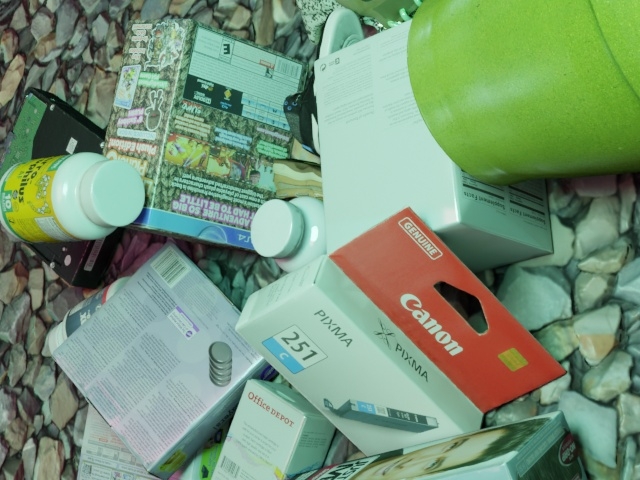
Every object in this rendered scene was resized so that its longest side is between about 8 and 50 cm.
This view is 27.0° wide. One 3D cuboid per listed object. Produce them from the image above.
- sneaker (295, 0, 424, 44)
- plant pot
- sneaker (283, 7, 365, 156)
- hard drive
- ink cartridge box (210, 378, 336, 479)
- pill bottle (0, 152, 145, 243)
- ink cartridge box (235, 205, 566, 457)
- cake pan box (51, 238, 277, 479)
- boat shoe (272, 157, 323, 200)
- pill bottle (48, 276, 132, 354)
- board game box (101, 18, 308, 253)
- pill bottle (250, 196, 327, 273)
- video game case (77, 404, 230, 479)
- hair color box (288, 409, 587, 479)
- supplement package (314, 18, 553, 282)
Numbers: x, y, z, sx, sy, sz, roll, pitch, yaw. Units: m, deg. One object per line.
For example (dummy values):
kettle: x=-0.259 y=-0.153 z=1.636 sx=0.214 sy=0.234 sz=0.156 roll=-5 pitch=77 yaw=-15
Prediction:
sneaker: x=0.117 y=-0.340 z=1.766 sx=0.410 sy=0.158 sz=0.182 roll=4 pitch=114 yaw=42
plant pot: x=0.292 y=-0.215 z=1.396 sx=0.353 sy=0.366 sz=0.366 roll=-22 pitch=66 yaw=45
sneaker: x=-0.004 y=-0.212 z=1.811 sx=0.121 sy=0.079 sz=0.217 roll=19 pitch=118 yaw=42
hard drive: x=-0.437 y=-0.094 z=2.252 sx=0.339 sy=0.064 sz=0.237 roll=33 pitch=103 yaw=42
ink cartridge box: x=-0.065 y=0.292 z=1.798 sx=0.127 sy=0.072 sz=0.175 roll=27 pitch=99 yaw=44
pill bottle: x=-0.333 y=-0.057 z=1.784 sx=0.208 sy=0.117 sz=0.117 roll=-2 pitch=79 yaw=45
ink cartridge box: x=0.092 y=0.130 z=1.549 sx=0.261 sy=0.296 sz=0.066 roll=-31 pitch=23 yaw=35
cake pan box: x=-0.221 y=0.164 z=1.892 sx=0.246 sy=0.070 sz=0.267 roll=-45 pitch=62 yaw=-4
boat shoe: x=0.001 y=-0.068 z=1.836 sx=0.190 sy=0.068 sz=0.072 roll=17 pitch=104 yaw=54
pill bottle: x=-0.338 y=0.137 z=2.072 sx=0.180 sy=0.108 sz=0.108 roll=-30 pitch=61 yaw=36
board game box: x=-0.170 y=-0.144 z=1.892 sx=0.141 sy=0.232 sz=0.291 roll=8 pitch=86 yaw=45
pill bottle: x=0.000 y=0.000 z=1.727 sx=0.103 sy=0.184 sz=0.103 roll=-13 pitch=71 yaw=41
video game case: x=-0.260 y=0.360 z=1.977 sx=0.269 sy=0.061 sz=0.244 roll=4 pitch=81 yaw=44
hair color box: x=0.096 y=0.308 z=1.509 sx=0.374 sy=0.185 sz=0.113 roll=-19 pitch=92 yaw=30
supplement package: x=0.135 y=-0.103 z=1.613 sx=0.199 sy=0.198 sz=0.262 roll=-18 pitch=68 yaw=39
